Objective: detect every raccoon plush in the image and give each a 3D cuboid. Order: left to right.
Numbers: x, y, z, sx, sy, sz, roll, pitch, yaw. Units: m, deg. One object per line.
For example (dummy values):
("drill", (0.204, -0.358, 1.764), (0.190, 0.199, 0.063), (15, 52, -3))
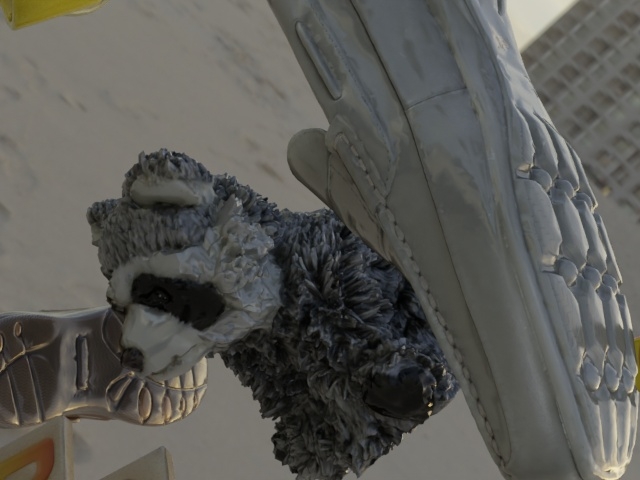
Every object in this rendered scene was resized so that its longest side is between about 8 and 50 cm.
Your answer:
("raccoon plush", (0.000, 0.000, 0.966), (0.299, 0.216, 0.446), (48, 38, -2))

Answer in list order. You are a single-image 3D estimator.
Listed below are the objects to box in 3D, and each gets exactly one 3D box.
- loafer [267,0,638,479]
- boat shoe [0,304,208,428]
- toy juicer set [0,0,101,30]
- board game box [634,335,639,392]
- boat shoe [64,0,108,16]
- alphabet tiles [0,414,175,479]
("loafer", (0.045, -0.038, 0.487), (0.112, 0.111, 0.319), (19, 48, -54))
("boat shoe", (-0.231, 0.113, 1.027), (0.324, 0.116, 0.123), (16, 74, -55))
("toy juicer set", (-0.236, -0.297, 0.742), (0.329, 0.089, 0.209), (-126, -150, -46))
("board game box", (0.289, 0.032, 0.574), (0.124, 0.259, 0.039), (0, 75, -58))
("boat shoe", (-0.320, -0.287, 0.981), (0.113, 0.127, 0.340), (46, 27, 22))
("alphabet tiles", (-0.204, 0.233, 0.497), (0.011, 0.342, 0.285), (54, 11, -38))
